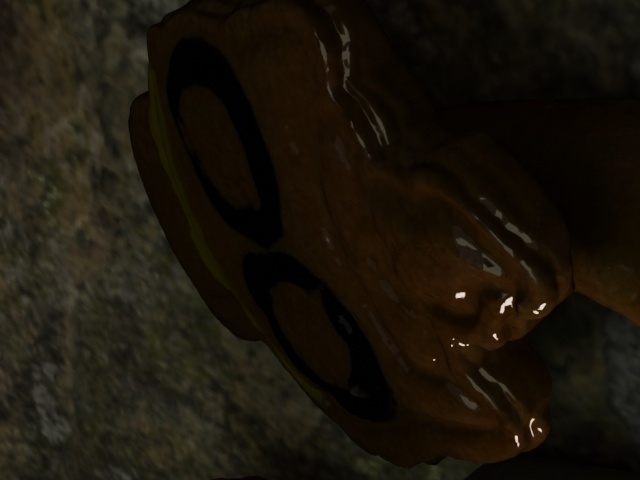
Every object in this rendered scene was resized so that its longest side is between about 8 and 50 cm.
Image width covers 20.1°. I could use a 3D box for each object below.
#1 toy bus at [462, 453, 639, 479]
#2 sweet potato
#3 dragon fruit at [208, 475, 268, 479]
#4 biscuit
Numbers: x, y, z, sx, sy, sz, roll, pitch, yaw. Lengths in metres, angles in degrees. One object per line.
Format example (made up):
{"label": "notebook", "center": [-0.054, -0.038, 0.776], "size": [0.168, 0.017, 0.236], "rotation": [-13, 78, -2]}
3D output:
{"label": "toy bus", "center": [0.124, 0.145, 0.709], "size": [0.182, 0.091, 0.103], "rotation": [5, 117, 37]}
{"label": "sweet potato", "center": [0.150, 0.019, 0.623], "size": [0.346, 0.079, 0.108], "rotation": [33, 164, 20]}
{"label": "dragon fruit", "center": [-0.014, 0.166, 0.860], "size": [0.162, 0.083, 0.106], "rotation": [23, 150, 6]}
{"label": "biscuit", "center": [0.000, 0.000, 0.696], "size": [0.290, 0.041, 0.208], "rotation": [4, 122, 63]}
